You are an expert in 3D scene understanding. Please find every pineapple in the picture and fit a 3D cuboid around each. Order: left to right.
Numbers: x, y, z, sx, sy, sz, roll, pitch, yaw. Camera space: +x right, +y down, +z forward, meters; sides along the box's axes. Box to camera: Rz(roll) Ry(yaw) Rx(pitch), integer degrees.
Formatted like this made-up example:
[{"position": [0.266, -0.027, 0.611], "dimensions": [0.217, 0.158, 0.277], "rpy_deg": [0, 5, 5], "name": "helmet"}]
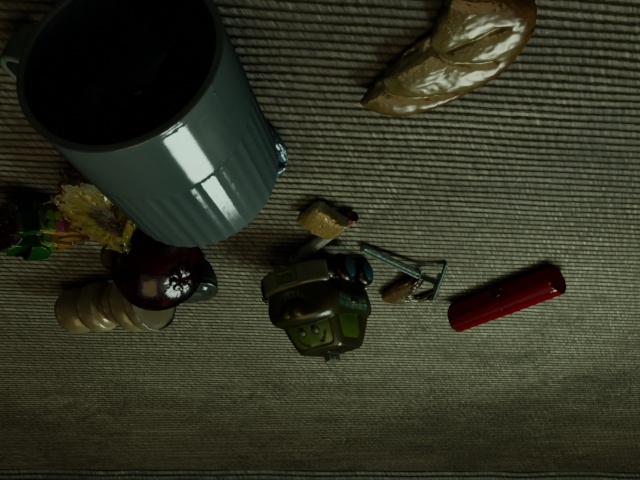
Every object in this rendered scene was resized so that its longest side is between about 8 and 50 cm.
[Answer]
[{"position": [-0.384, -0.070, 1.600], "dimensions": [0.135, 0.079, 0.233], "rpy_deg": [11, 150, 8], "name": "pineapple"}]

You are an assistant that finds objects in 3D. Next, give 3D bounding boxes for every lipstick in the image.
[{"position": [0.399, 0.129, 2.093], "dimensions": [0.073, 0.073, 0.280], "rpy_deg": [22, 144, -39], "name": "lipstick"}]

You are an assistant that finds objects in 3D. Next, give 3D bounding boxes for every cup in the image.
[{"position": [-0.239, -0.150, 1.274], "dimensions": [0.331, 0.256, 0.311], "rpy_deg": [-9, 155, 10], "name": "cup"}]

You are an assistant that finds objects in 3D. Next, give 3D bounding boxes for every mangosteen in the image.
[{"position": [-0.317, 0.041, 1.784], "dimensions": [0.200, 0.200, 0.200], "rpy_deg": [-1, 154, -1], "name": "mangosteen"}]

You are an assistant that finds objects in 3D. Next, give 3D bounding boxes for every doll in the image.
[{"position": [-0.498, -0.017, 1.699], "dimensions": [0.186, 0.106, 0.134], "rpy_deg": [-5, 164, -32], "name": "doll"}]

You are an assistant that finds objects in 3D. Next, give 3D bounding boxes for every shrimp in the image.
[{"position": [0.212, 0.111, 2.084], "dimensions": [0.124, 0.034, 0.178], "rpy_deg": [9, 153, -25], "name": "shrimp"}]

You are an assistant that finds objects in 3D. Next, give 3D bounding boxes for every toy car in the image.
[{"position": [0.005, 0.148, 1.934], "dimensions": [0.204, 0.198, 0.248], "rpy_deg": [-18, 163, 26], "name": "toy car"}]

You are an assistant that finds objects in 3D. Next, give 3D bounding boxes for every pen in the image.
[{"position": [0.000, 0.000, 1.852], "dimensions": [0.028, 0.028, 0.239], "rpy_deg": [14, 151, -28], "name": "pen"}]

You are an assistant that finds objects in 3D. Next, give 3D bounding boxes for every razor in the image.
[{"position": [0.164, 0.052, 1.947], "dimensions": [0.211, 0.084, 0.036], "rpy_deg": [24, 173, -25], "name": "razor"}]

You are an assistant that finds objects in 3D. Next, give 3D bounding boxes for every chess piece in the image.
[{"position": [-0.441, 0.138, 2.005], "dimensions": [0.261, 0.142, 0.143], "rpy_deg": [-12, 152, 30], "name": "chess piece"}]

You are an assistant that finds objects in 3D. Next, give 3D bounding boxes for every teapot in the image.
[{"position": [-0.268, 0.071, 1.912], "dimensions": [0.124, 0.090, 0.092], "rpy_deg": [-9, 153, 3], "name": "teapot"}]

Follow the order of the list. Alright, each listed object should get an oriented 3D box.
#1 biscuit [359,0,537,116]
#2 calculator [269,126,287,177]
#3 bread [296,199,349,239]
[{"position": [0.184, -0.251, 1.332], "dimensions": [0.154, 0.045, 0.299], "rpy_deg": [9, 153, -23], "name": "biscuit"}, {"position": [-0.197, -0.128, 1.551], "dimensions": [0.293, 0.051, 0.173], "rpy_deg": [-8, 154, 14], "name": "calculator"}, {"position": [0.006, -0.036, 1.754], "dimensions": [0.083, 0.035, 0.070], "rpy_deg": [32, 141, -17], "name": "bread"}]
